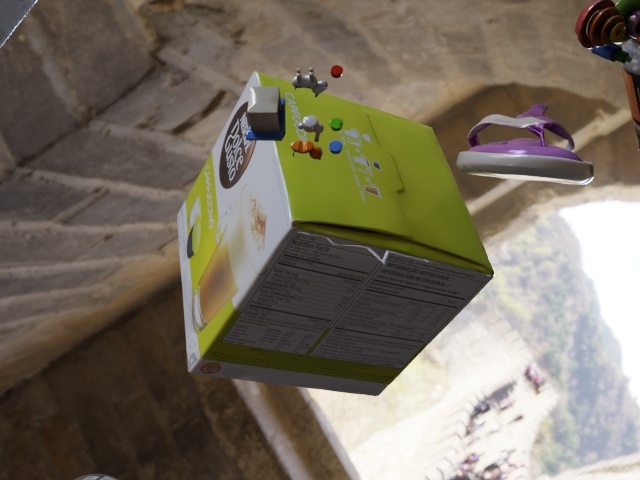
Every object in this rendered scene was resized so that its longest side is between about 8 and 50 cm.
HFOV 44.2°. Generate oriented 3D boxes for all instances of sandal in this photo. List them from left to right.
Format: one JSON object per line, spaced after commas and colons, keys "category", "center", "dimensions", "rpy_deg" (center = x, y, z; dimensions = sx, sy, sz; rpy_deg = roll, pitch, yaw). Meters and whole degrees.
{"category": "sandal", "center": [0.276, -0.137, 1.086], "dimensions": [0.416, 0.169, 0.102], "rpy_deg": [-34, 127, -77]}

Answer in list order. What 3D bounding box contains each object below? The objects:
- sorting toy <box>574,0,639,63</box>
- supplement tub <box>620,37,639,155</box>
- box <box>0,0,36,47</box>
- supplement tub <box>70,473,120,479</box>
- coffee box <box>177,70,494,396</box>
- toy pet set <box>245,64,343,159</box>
{"category": "sorting toy", "center": [0.294, -0.205, 0.772], "dimensions": [0.042, 0.102, 0.061], "rpy_deg": [43, -43, 42]}
{"category": "supplement tub", "center": [0.616, -0.250, 1.316], "dimensions": [0.193, 0.194, 0.316], "rpy_deg": [-107, 173, -59]}
{"category": "box", "center": [-0.410, -0.302, 0.770], "dimensions": [0.262, 0.127, 0.231], "rpy_deg": [72, 36, -56]}
{"category": "supplement tub", "center": [-0.256, 0.313, 0.830], "dimensions": [0.117, 0.117, 0.190], "rpy_deg": [58, -1, 8]}
{"category": "coffee box", "center": [0.000, 0.000, 1.227], "dimensions": [0.338, 0.334, 0.337], "rpy_deg": [13, 42, -28]}
{"category": "toy pet set", "center": [-0.029, -0.135, 0.914], "dimensions": [0.065, 0.114, 0.122], "rpy_deg": [84, 8, -61]}
